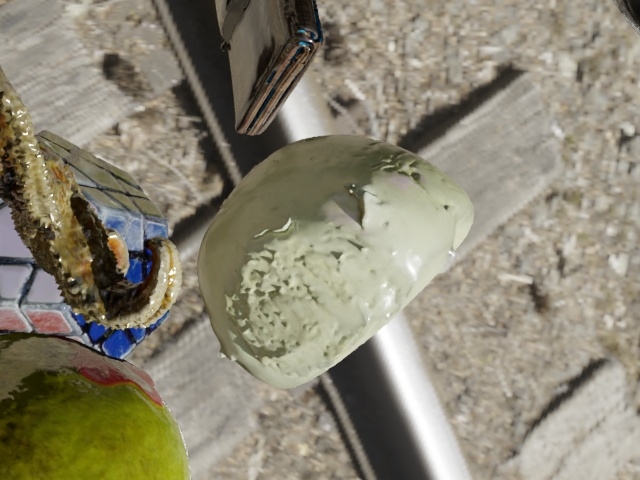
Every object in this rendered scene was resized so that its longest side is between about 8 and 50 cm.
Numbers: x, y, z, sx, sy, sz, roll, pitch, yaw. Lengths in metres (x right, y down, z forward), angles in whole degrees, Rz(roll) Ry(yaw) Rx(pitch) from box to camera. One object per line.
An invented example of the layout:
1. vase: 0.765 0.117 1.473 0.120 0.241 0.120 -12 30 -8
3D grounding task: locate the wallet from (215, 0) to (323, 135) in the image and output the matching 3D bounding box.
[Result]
1. wallet: -0.048 -0.205 1.016 0.042 0.124 0.230 5 56 -27

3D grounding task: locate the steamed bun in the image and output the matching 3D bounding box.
1. steamed bun: 0.000 0.000 0.610 0.091 0.130 0.112 49 34 -2

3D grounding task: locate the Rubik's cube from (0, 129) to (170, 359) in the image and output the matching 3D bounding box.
1. Rubik's cube: -0.326 0.031 1.532 0.319 0.264 0.319 -23 117 -55

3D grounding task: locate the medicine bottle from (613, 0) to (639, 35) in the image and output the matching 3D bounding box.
1. medicine bottle: 0.172 -0.106 0.340 0.293 0.141 0.141 4 98 -6

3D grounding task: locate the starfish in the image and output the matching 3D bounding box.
1. starfish: -0.223 -0.054 0.956 0.113 0.312 0.303 -44 117 -22

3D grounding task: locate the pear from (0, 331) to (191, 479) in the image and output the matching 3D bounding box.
1. pear: -0.252 0.217 1.059 0.287 0.375 0.287 0 93 1
